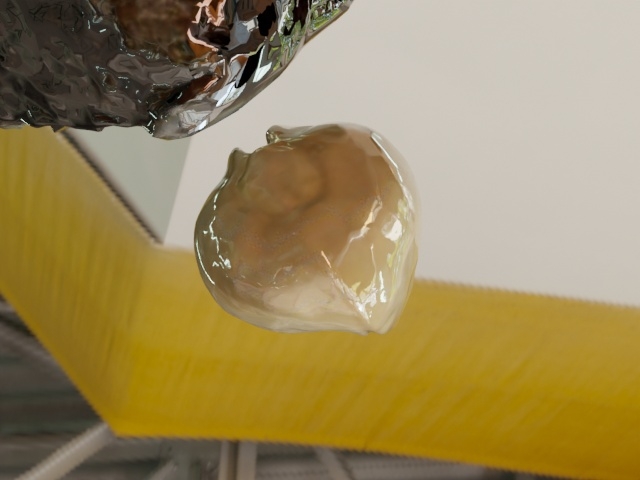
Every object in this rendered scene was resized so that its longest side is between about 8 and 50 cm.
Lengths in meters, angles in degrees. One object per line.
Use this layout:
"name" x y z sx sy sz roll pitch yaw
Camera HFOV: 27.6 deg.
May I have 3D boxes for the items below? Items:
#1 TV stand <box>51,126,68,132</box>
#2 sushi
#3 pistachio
"TV stand" -0.158 -0.142 1.118 0.040 0.049 0.256 62 -157 -5
"sushi" -0.149 -0.187 0.744 0.348 0.208 0.234 0 -141 27
"pistachio" 0.000 0.000 1.057 0.187 0.299 0.188 -1 -95 7
